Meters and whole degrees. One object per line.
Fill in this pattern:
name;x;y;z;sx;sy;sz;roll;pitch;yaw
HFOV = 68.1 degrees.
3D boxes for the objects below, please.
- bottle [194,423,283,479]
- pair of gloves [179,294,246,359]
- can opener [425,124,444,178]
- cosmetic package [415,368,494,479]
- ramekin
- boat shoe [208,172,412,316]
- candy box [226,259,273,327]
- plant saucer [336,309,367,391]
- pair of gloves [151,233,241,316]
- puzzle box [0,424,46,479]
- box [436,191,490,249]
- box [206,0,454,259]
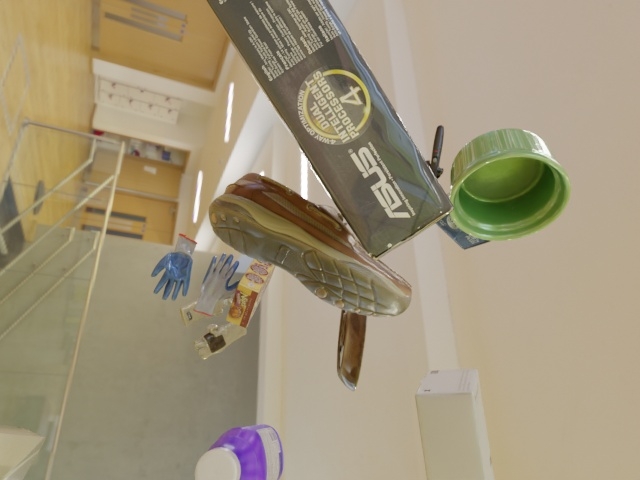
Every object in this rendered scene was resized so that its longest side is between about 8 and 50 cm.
bottle;-0.136;0.391;0.834;0.283;0.092;0.118;66;12;-70
pair of gloves;-0.382;0.290;1.695;0.042;0.204;0.240;11;-54;49
can opener;0.361;-0.270;1.486;0.059;0.073;0.186;13;90;-83
cosmetic package;0.369;0.562;1.275;0.217;0.156;0.385;-11;94;-69
ramekin;0.498;-0.154;1.289;0.303;0.303;0.148;122;-18;-44
boat shoe;0.000;0.000;0.701;0.123;0.324;0.116;-49;-168;54
candy box;-0.150;0.099;1.091;0.187;0.053;0.109;-71;-176;-60
plant saucer;0.081;0.240;1.265;0.310;0.050;0.311;-174;-90;-90
pair of gloves;-0.285;0.084;1.102;0.023;0.198;0.159;178;-64;-85
puzzle box;-0.504;0.421;0.550;0.272;0.052;0.409;114;-3;-63
box;0.453;-0.067;1.510;0.077;0.180;0.147;-49;-175;-20
box;-0.022;-0.185;0.532;0.097;0.395;0.318;-33;-173;3
